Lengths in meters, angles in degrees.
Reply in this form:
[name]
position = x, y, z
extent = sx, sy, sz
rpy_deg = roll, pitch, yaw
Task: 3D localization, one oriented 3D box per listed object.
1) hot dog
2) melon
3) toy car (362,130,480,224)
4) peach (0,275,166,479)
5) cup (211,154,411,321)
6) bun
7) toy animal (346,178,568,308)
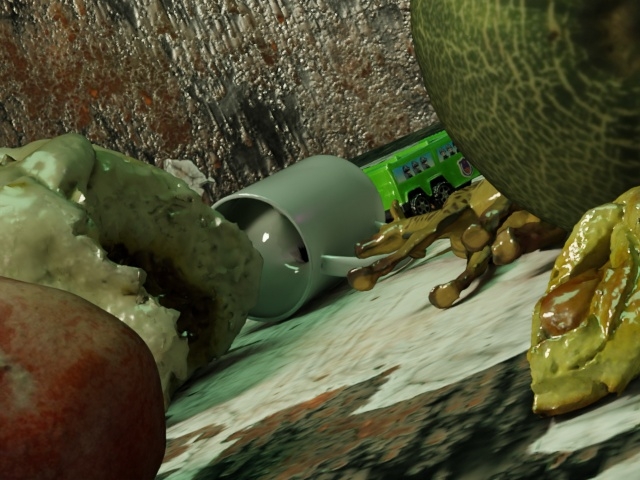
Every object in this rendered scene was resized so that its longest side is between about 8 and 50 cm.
[hot dog]
position = 0.131, 0.010, 0.644
extent = 0.169, 0.061, 0.078
rpy_deg = -27, 5, -35
[melon]
position = 0.168, -0.121, 0.826
extent = 0.237, 0.237, 0.302
rpy_deg = -22, 5, 18
[toy car]
position = 0.101, -0.060, 1.481
extent = 0.165, 0.062, 0.071
rpy_deg = -28, 6, -40
[peach]
position = -0.152, 0.098, 0.731
extent = 0.152, 0.152, 0.152
rpy_deg = -24, 5, 2
[cup]
position = -0.006, 0.007, 1.235
extent = 0.133, 0.136, 0.099
rpy_deg = -31, -25, -58
[bun]
position = -0.192, 0.033, 1.067
extent = 0.281, 0.204, 0.281
rpy_deg = -25, 4, 2
[toy animal]
position = 0.090, -0.007, 1.049
extent = 0.149, 0.054, 0.275
rpy_deg = -27, 8, 4
